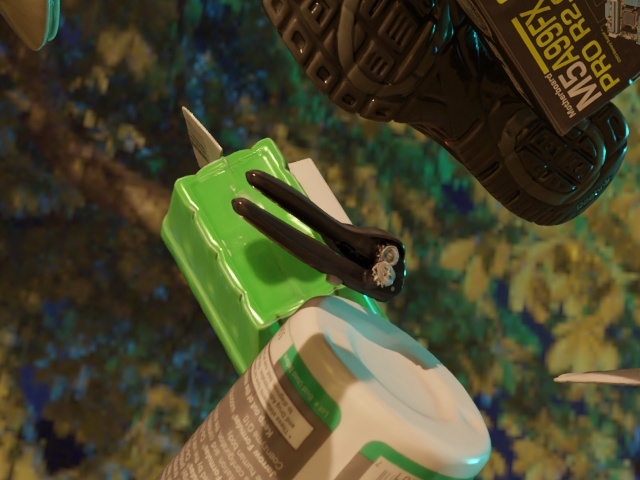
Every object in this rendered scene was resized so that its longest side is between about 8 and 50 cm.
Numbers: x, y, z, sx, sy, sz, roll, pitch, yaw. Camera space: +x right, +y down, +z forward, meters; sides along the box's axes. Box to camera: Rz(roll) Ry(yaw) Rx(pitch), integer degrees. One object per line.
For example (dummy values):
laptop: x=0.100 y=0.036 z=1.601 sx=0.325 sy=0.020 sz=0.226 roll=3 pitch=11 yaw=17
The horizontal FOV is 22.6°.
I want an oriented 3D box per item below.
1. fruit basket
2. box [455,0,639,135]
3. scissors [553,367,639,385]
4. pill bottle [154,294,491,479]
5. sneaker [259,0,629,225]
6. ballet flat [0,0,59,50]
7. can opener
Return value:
fruit basket: x=-0.032 y=0.063 z=1.652 sx=0.165 sy=0.327 sz=0.353 roll=-29 pitch=-28 yaw=-4
box: x=0.135 y=-0.215 z=0.790 sx=0.216 sy=0.060 sz=0.270 roll=-38 pitch=-53 yaw=3
scissors: x=0.270 y=0.091 z=1.030 sx=0.297 sy=0.109 sz=0.021 roll=-9 pitch=-43 yaw=-47
pill bottle: x=-0.041 y=0.240 z=1.360 sx=0.204 sy=0.204 sz=0.361 roll=28 pitch=-70 yaw=-35
sneaker: x=0.051 y=-0.113 z=0.928 sx=0.286 sy=0.109 sz=0.130 roll=39 pitch=5 yaw=-33
ballet flat: x=-0.194 y=-0.212 z=0.923 sx=0.068 sy=0.213 sz=0.072 roll=-13 pitch=26 yaw=-30
can opener: x=0.000 y=0.000 z=1.286 sx=0.073 sy=0.059 sz=0.186 roll=2 pitch=-19 yaw=47
